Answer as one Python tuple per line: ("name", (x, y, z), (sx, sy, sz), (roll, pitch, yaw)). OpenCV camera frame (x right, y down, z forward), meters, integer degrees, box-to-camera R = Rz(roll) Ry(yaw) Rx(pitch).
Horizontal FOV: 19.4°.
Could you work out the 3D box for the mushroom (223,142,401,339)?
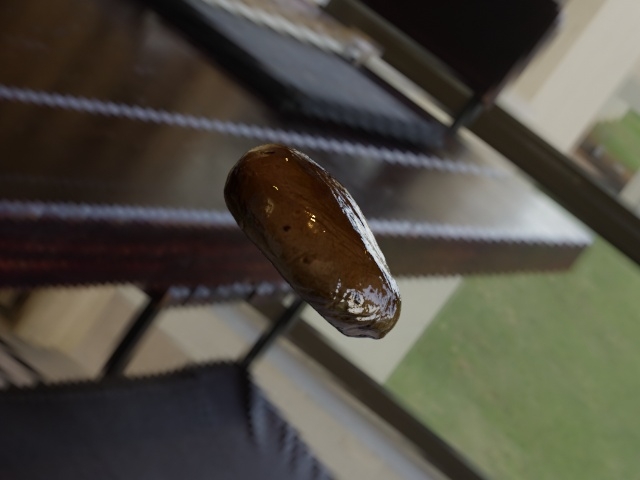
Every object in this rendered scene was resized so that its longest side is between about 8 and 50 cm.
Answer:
("mushroom", (0.000, 0.000, 0.991), (0.123, 0.052, 0.123), (48, 11, -12))
